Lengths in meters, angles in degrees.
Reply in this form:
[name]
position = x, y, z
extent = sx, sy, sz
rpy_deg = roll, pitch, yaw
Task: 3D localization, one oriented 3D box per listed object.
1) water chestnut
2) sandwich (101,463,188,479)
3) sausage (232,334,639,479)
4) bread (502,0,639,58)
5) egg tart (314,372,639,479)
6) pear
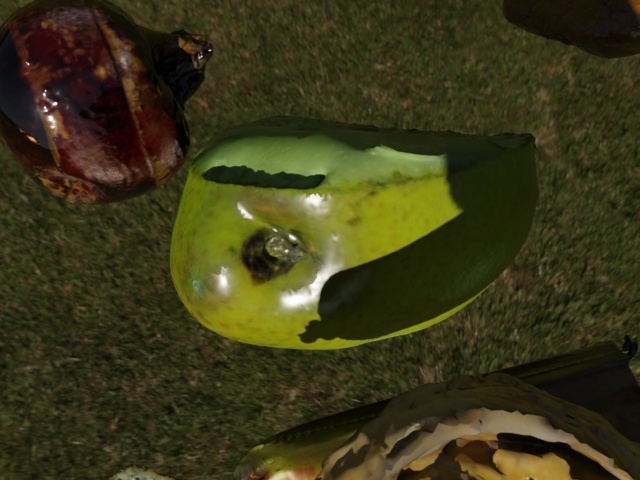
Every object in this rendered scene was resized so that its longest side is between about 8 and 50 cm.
[water chestnut]
position = -0.222, -0.148, 0.845
extent = 0.238, 0.223, 0.223
rpy_deg = -29, 72, -15
[sandwich]
position = -0.181, 0.367, 0.901
extent = 0.186, 0.065, 0.214
rpy_deg = 24, 57, -14
[sausage]
position = 0.067, 0.157, 0.542
extent = 0.317, 0.125, 0.117
rpy_deg = -15, 44, 2
[bread]
position = 0.328, -0.273, 0.981
extent = 0.124, 0.344, 0.084
rpy_deg = -44, 118, 5
[egg tart]
position = 0.075, 0.207, 0.357
extent = 0.291, 0.107, 0.290
rpy_deg = 7, 73, -24
[pear]
position = 0.000, 0.000, 0.810
extent = 0.342, 0.318, 0.238
rpy_deg = 11, 112, 37
